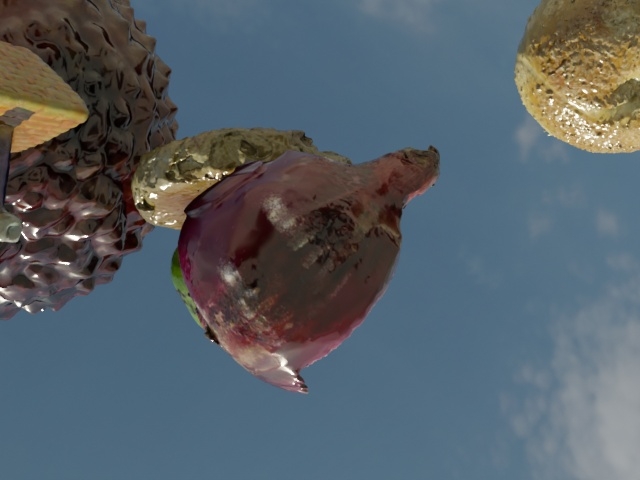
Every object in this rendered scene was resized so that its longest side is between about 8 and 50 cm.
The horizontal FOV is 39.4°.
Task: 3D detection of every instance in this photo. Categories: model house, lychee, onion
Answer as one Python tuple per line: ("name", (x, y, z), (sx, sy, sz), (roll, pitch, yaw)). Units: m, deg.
("model house", (-0.171, -0.043, 0.388), (0.088, 0.100, 0.101), (4, -79, -63))
("lychee", (-0.358, -0.104, 0.950), (0.424, 0.424, 0.500), (16, -140, -22))
("onion", (-0.012, -0.010, 0.609), (0.135, 0.173, 0.198), (41, -93, -13))

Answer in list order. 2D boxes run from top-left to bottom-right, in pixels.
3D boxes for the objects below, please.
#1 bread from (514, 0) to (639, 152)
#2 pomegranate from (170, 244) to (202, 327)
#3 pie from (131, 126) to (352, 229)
("bread", (0.436, -0.248, 1.279), (0.305, 0.305, 0.159), (22, -145, -19))
("pomegranate", (-0.093, 0.047, 0.946), (0.143, 0.122, 0.169), (32, -148, -15))
("pie", (-0.063, -0.049, 0.772), (0.195, 0.195, 0.046), (1, -109, -30))
